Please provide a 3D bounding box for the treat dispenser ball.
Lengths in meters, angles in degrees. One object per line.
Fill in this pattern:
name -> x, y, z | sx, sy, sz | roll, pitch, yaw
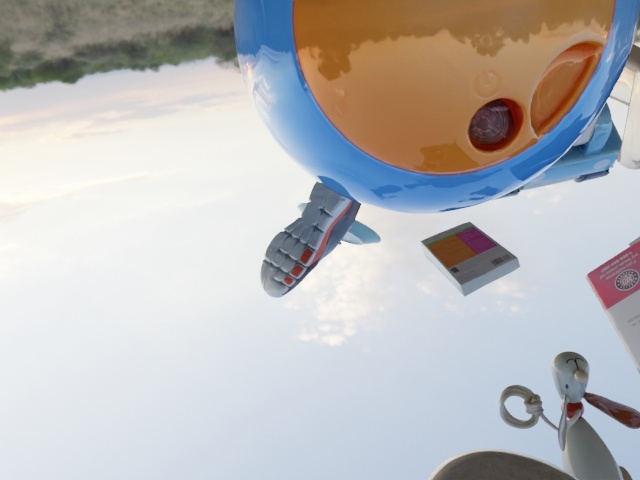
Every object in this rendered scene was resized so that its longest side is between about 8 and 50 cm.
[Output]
treat dispenser ball -> 0.078, -0.164, 0.406 | 0.288, 0.288, 0.288 | -8, -158, 3

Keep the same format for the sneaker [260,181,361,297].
sneaker -> 0.000, 0.000, 0.560 | 0.065, 0.158, 0.061 | 26, -165, -51

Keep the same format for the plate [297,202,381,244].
plate -> 0.035, -0.026, 1.096 | 0.188, 0.024, 0.188 | 22, 169, 4

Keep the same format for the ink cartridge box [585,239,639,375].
ink cartridge box -> 0.483, 0.111, 0.618 | 0.117, 0.207, 0.283 | 22, -139, -30

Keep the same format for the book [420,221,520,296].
book -> 0.234, 0.023, 0.845 | 0.096, 0.035, 0.144 | -26, -152, -2

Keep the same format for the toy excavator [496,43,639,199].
toy excavator -> 0.387, -0.217, 0.831 | 0.222, 0.445, 0.433 | -11, -118, 4

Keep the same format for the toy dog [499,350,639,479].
toy dog -> 0.526, 0.405, 1.036 | 0.220, 0.334, 0.161 | -31, -179, -2

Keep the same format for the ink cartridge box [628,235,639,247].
ink cartridge box -> 1.025, 0.081, 1.418 | 0.197, 0.270, 0.198 | -43, -156, 28

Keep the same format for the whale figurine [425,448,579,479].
whale figurine -> 0.148, 0.310, 0.428 | 0.216, 0.141, 0.272 | 8, -146, 19
